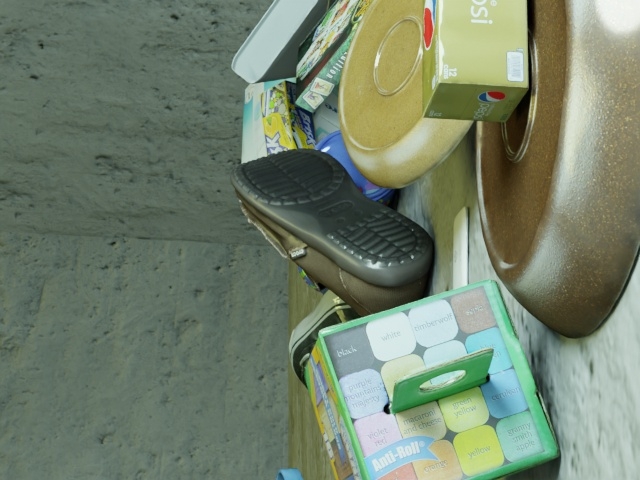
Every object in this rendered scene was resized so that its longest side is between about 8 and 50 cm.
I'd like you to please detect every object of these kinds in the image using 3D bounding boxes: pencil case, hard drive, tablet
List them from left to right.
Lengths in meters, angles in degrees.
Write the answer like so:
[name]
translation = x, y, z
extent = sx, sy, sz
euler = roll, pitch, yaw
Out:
[hard drive]
translation = -0.002, -0.324, 1.637
extent = 0.233, 0.047, 0.353
euler = -52, -1, 13
[pencil case]
translation = 0.035, -0.029, 1.660
extent = 0.306, 0.119, 0.133
euler = 99, -164, -59
[tablet]
translation = 0.133, 0.014, 1.130
extent = 0.054, 0.006, 0.083
euler = 111, 162, -76

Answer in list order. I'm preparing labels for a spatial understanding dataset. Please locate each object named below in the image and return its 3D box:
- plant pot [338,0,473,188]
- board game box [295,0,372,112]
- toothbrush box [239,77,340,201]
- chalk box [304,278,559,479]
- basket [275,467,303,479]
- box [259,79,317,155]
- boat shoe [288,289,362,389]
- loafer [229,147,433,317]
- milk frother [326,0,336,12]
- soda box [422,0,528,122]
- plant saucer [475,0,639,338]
[plant pot]
translation = 0.081, -0.165, 1.084
extent = 0.236, 0.032, 0.236
euler = -36, 46, 49
[board game box]
translation = 0.059, -0.264, 1.267
extent = 0.259, 0.030, 0.136
euler = -47, 21, 30
[toothbrush box]
translation = -0.020, -0.195, 1.918
extent = 0.216, 0.126, 0.295
euler = -44, 32, 33
[chalk box]
translation = 0.074, 0.115, 0.828
extent = 0.213, 0.132, 0.132
euler = 107, 146, -75
[basket]
translation = -0.018, 0.460, 1.481
extent = 0.289, 0.201, 0.254
euler = -119, 30, -63
[box]
translation = -0.043, -0.143, 1.728
extent = 0.059, 0.054, 0.169
euler = -23, 67, 41
[boat shoe]
translation = 0.016, 0.176, 1.757
extent = 0.335, 0.121, 0.119
euler = 106, 170, -63
[loafer]
translation = 0.000, 0.000, 1.417
extent = 0.366, 0.134, 0.130
euler = 42, 144, 52
[milk frother]
translation = 0.091, -0.296, 1.438
extent = 0.143, 0.129, 0.134
euler = -22, -55, -46
[soda box]
translation = 0.098, -0.172, 0.765
extent = 0.061, 0.058, 0.181
euler = 109, 164, -74
[plant saucer]
translation = 0.148, -0.092, 0.766
extent = 0.310, 0.050, 0.310
euler = -178, 90, -85
